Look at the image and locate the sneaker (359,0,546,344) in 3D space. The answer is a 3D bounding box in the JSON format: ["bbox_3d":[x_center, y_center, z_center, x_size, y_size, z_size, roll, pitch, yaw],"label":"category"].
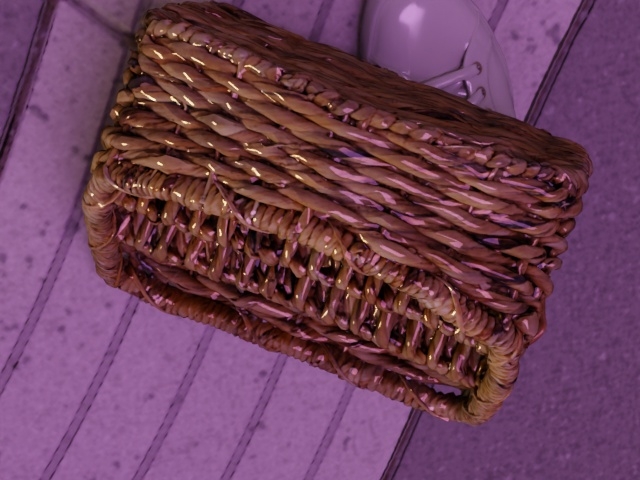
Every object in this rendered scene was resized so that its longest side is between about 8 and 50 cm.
[{"bbox_3d":[0.113,-0.053,1.251,0.106,0.123,0.290,-23,116,-9],"label":"sneaker"}]

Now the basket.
[{"bbox_3d":[0.000,0.000,1.119,0.299,0.213,0.223,23,102,4],"label":"basket"}]
